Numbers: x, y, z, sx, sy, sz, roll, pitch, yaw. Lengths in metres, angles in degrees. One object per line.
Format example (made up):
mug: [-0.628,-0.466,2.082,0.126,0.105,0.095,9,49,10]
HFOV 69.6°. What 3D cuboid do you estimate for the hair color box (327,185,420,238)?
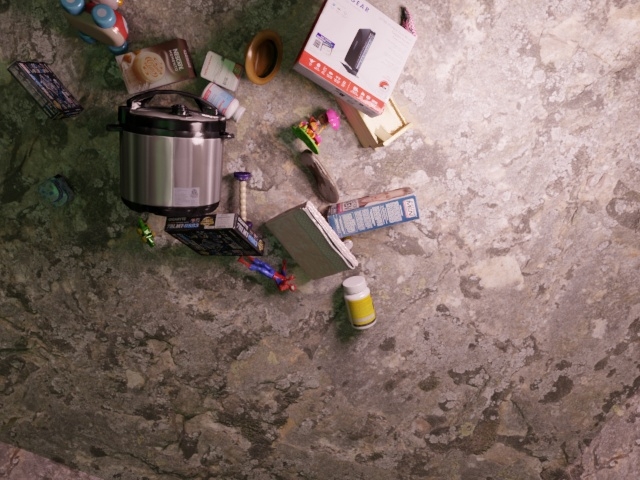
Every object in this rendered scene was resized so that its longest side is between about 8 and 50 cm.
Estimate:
hair color box: [0.206,-0.114,1.833,0.346,0.174,0.105,-13,107,6]

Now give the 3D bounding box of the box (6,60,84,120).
box: [-1.012,-0.558,1.709,0.051,0.175,0.220,-34,106,13]

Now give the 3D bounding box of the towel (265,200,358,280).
towel: [-0.043,0.015,1.856,0.332,0.053,0.316,51,146,-14]

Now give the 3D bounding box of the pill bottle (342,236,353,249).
pill bottle: [0.114,0.010,1.927,0.043,0.083,0.044,0,109,1]

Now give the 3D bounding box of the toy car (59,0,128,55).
toy car: [-0.754,-0.830,1.621,0.210,0.219,0.238,23,80,-7]

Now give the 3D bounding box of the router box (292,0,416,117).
router box: [0.116,-0.632,1.551,0.335,0.082,0.302,26,86,-19]

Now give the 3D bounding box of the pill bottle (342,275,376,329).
pill bottle: [0.167,0.269,2.000,0.119,0.119,0.209,-13,109,6]

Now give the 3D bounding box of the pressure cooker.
pressure cooker: [-0.528,-0.324,1.667,0.374,0.370,0.421,12,109,16]

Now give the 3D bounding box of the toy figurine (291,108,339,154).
toy figurine: [-0.005,-0.438,1.763,0.159,0.173,0.130,-42,138,-5]

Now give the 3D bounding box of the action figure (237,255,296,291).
action figure: [-0.200,0.116,1.963,0.280,0.092,0.139,38,124,-12]

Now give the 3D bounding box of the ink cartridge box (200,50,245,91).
ink cartridge box: [-0.366,-0.634,1.725,0.135,0.056,0.099,24,108,-7]

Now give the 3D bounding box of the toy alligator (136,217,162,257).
toy alligator: [-0.736,-0.009,1.966,0.051,0.056,0.190,-1,119,47]

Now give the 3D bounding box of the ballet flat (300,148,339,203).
ballet flat: [0.004,-0.260,1.852,0.084,0.058,0.250,-21,112,36]

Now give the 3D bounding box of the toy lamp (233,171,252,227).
toy lamp: [-0.317,-0.140,1.890,0.080,0.080,0.275,3,111,1]

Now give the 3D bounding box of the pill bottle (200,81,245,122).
pill bottle: [-0.369,-0.520,1.750,0.160,0.087,0.087,33,107,-9]

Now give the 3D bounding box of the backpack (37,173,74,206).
backpack: [-1.086,-0.197,1.888,0.104,0.084,0.114,-27,110,13]

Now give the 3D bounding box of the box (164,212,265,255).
box: [-0.406,-0.015,1.812,0.292,0.295,0.074,0,68,17]

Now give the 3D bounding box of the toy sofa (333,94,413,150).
toy sofa: [0.171,-0.528,1.717,0.150,0.177,0.363,-38,105,-11]

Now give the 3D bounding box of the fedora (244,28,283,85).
fedora: [-0.222,-0.671,1.678,0.079,0.194,0.195,32,112,30]

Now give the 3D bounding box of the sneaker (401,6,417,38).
sneaker: [0.311,-0.776,1.665,0.057,0.047,0.120,-15,108,19]

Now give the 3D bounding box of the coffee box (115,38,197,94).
coffee box: [-0.605,-0.644,1.706,0.246,0.098,0.141,-14,109,6]
